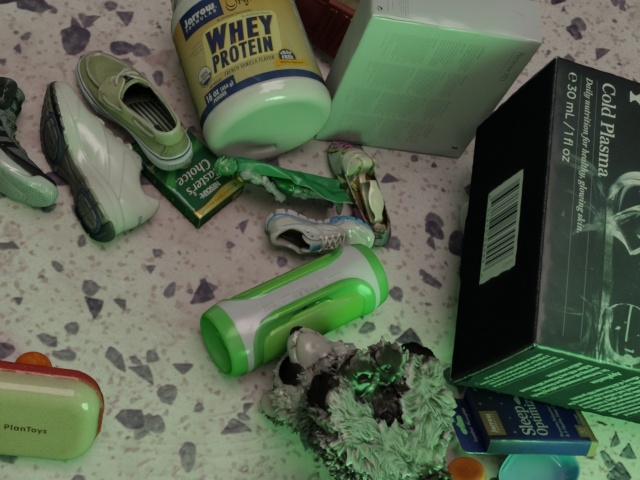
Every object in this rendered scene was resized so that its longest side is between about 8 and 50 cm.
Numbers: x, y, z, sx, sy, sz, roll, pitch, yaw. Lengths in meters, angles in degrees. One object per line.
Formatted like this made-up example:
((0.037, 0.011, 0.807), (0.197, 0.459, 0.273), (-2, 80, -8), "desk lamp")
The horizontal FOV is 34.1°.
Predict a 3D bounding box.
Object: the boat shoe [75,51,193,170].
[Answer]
((-0.314, -0.243, 1.775), (0.109, 0.094, 0.302), (-33, 61, -26), "boat shoe")

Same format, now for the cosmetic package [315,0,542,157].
((0.171, -0.286, 1.797), (0.284, 0.377, 0.097), (9, 63, -12), "cosmetic package")

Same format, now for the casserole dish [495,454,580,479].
((0.346, 0.382, 1.684), (0.114, 0.037, 0.188), (42, 42, 9), "casserole dish")

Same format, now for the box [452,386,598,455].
((0.325, 0.294, 1.710), (0.225, 0.036, 0.136), (3, 31, -13), "box")

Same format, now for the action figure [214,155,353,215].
((-0.071, -0.100, 1.782), (0.232, 0.137, 0.063), (16, 98, -19), "action figure")

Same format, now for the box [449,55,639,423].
((0.500, 0.028, 1.687), (0.472, 0.297, 0.479), (14, 68, -15), "box")

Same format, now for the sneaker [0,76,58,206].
((-0.515, -0.176, 1.714), (0.269, 0.101, 0.153), (33, 63, 5), "sneaker")

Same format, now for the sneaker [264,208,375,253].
((0.000, 0.000, 1.770), (0.191, 0.071, 0.083), (5, 27, -6), "sneaker")

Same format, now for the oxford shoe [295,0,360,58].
((-0.026, -0.469, 2.008), (0.348, 0.123, 0.130), (42, 35, 9), "oxford shoe")

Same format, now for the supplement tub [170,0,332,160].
((-0.130, -0.322, 1.820), (0.228, 0.228, 0.316), (-12, 68, -20), "supplement tub")

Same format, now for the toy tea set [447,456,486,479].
((0.138, 0.463, 1.590), (0.336, 0.124, 0.200), (-16, 40, -18), "toy tea set")

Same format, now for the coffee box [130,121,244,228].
((-0.232, -0.120, 1.798), (0.184, 0.040, 0.113), (45, 62, 9), "coffee box")

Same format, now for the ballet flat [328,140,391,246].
((0.078, -0.097, 1.849), (0.077, 0.079, 0.221), (-11, 67, -21), "ballet flat")

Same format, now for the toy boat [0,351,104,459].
((-0.433, 0.222, 1.536), (0.231, 0.151, 0.151), (9, 32, -11), "toy boat")

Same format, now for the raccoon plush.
((0.048, 0.335, 1.539), (0.216, 0.299, 0.446), (-4, 77, -25), "raccoon plush")

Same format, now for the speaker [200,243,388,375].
((-0.040, 0.109, 1.687), (0.297, 0.131, 0.131), (-24, 72, -24), "speaker")

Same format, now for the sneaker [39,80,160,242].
((-0.375, -0.137, 1.748), (0.129, 0.111, 0.297), (-19, 76, -36), "sneaker")

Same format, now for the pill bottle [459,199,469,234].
((0.355, -0.059, 1.888), (0.193, 0.108, 0.108), (-27, 74, -25), "pill bottle")
